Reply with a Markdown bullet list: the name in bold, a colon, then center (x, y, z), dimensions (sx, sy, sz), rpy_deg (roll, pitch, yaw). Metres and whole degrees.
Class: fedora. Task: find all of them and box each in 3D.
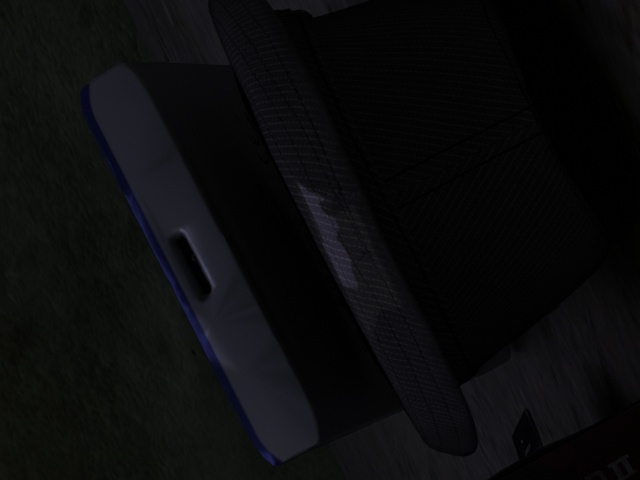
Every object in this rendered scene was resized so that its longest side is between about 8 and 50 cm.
- **fedora**: center (0.049, -0.031, 0.858), dimensions (0.243, 0.124, 0.275), rpy_deg (64, 180, 6)

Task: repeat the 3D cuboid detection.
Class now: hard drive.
- **hard drive**: center (0.000, 0.000, 1.066), dimensions (0.210, 0.040, 0.319), rpy_deg (62, -159, 7)

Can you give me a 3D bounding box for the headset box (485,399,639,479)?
- **headset box**: center (0.169, 0.224, 0.989), dimensions (0.293, 0.110, 0.218), rpy_deg (60, 172, 16)
